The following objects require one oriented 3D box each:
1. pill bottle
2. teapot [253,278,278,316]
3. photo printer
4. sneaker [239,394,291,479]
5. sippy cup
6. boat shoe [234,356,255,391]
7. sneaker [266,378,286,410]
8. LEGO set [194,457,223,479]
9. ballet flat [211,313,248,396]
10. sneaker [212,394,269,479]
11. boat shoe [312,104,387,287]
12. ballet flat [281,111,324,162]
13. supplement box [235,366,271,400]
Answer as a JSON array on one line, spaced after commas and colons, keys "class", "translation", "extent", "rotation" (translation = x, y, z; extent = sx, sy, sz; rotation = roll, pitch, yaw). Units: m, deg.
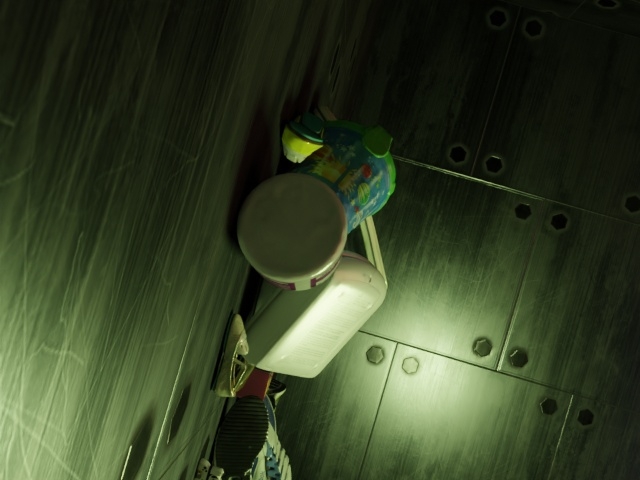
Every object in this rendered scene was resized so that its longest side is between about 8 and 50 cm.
[{"class": "pill bottle", "translation": [-0.043, -0.002, 1.126], "extent": [0.301, 0.169, 0.169], "rotation": [94, 12, -82]}, {"class": "teapot", "translation": [-0.054, 0.149, 1.701], "extent": [0.256, 0.187, 0.252], "rotation": [-71, 177, -61]}, {"class": "photo printer", "translation": [-0.005, 0.154, 1.450], "extent": [0.307, 0.107, 0.256], "rotation": [-50, 145, 11]}, {"class": "sneaker", "translation": [-0.209, 0.581, 1.874], "extent": [0.127, 0.182, 0.315], "rotation": [-73, 149, -73]}, {"class": "sippy cup", "translation": [0.016, -0.105, 1.394], "extent": [0.224, 0.240, 0.305], "rotation": [-54, 153, -52]}, {"class": "boat shoe", "translation": [-0.181, 0.295, 1.567], "extent": [0.056, 0.048, 0.153], "rotation": [-60, 179, 35]}, {"class": "sneaker", "translation": [-0.206, 0.572, 2.340], "extent": [0.121, 0.111, 0.300], "rotation": [-64, 175, 17]}, {"class": "LEGO set", "translation": [-0.237, 0.579, 1.450], "extent": [0.087, 0.093, 0.227], "rotation": [-61, 167, -80]}, {"class": "ballet flat", "translation": [-0.161, 0.218, 1.255], "extent": [0.057, 0.052, 0.168], "rotation": [-64, 170, -76]}, {"class": "sneaker", "translation": [-0.213, 0.517, 1.641], "extent": [0.146, 0.123, 0.330], "rotation": [-132, -124, -71]}, {"class": "boat shoe", "translation": [0.041, -0.082, 1.647], "extent": [0.187, 0.156, 0.500], "rotation": [-94, 170, -71]}, {"class": "ballet flat", "translation": [-0.036, -0.189, 1.263], "extent": [0.077, 0.077, 0.231], "rotation": [-57, -175, 18]}, {"class": "supplement box", "translation": [-0.158, 0.323, 1.740], "extent": [0.188, 0.081, 0.104], "rotation": [-68, 174, -65]}]
